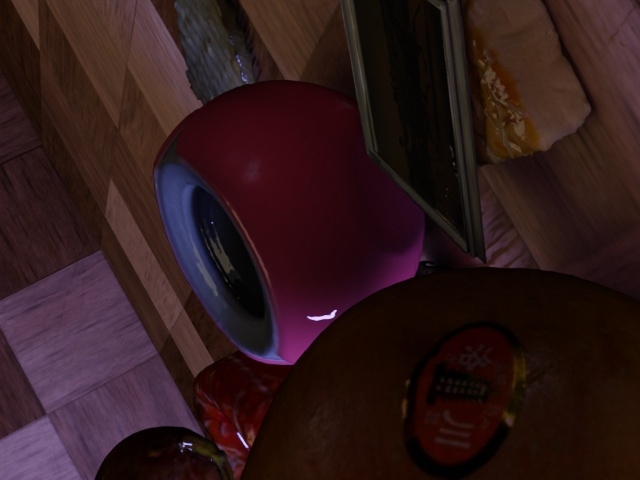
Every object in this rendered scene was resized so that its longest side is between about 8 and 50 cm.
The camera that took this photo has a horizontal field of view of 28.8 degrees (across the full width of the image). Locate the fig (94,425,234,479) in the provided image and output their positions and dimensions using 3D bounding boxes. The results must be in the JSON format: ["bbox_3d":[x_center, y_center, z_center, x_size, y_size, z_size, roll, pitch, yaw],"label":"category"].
[{"bbox_3d":[-0.205,0.339,1.699,0.205,0.205,0.205,53,161,27],"label":"fig"}]

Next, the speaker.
[{"bbox_3d":[-0.040,-0.017,1.272,0.294,0.294,0.294,53,161,27],"label":"speaker"}]

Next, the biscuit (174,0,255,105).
[{"bbox_3d":[-0.137,-0.258,1.580,0.187,0.036,0.273,49,158,36],"label":"biscuit"}]

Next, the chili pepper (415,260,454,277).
[{"bbox_3d":[0.138,0.065,1.267,0.182,0.050,0.073,34,140,52],"label":"chili pepper"}]

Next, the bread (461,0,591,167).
[{"bbox_3d":[0.125,-0.122,0.981,0.125,0.068,0.188,63,163,-5],"label":"bread"}]

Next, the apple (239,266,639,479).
[{"bbox_3d":[0.135,0.204,0.959,0.333,0.400,0.400,-79,-21,-51],"label":"apple"}]

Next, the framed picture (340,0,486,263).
[{"bbox_3d":[0.067,-0.122,1.007,0.197,0.014,0.252,49,158,47],"label":"framed picture"}]

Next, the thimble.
[{"bbox_3d":[-0.009,0.273,1.703,0.350,0.230,0.350,53,160,29],"label":"thimble"}]
